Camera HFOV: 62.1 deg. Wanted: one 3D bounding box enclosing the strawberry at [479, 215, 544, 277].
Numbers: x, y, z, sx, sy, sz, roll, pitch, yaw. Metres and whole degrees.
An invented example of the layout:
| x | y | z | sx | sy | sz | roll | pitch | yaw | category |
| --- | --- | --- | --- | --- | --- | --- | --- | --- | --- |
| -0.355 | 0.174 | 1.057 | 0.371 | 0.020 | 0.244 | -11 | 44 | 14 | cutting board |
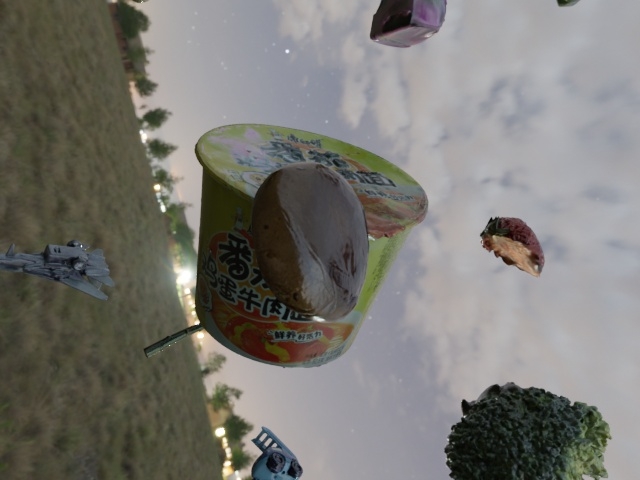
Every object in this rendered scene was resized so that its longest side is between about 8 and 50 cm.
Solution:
| x | y | z | sx | sy | sz | roll | pitch | yaw | category |
| --- | --- | --- | --- | --- | --- | --- | --- | --- | --- |
| 0.445 | 0.011 | 1.190 | 0.187 | 0.082 | 0.146 | 43 | -8 | -18 | strawberry |

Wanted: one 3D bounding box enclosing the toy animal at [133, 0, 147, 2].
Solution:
| x | y | z | sx | sy | sz | roll | pitch | yaw | category |
| --- | --- | --- | --- | --- | --- | --- | --- | --- | --- |
| -0.333 | -0.472 | 0.730 | 0.188 | 0.358 | 0.227 | -62 | 167 | -73 | toy animal |

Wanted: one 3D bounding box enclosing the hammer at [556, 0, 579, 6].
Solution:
| x | y | z | sx | sy | sz | roll | pitch | yaw | category |
| --- | --- | --- | --- | --- | --- | --- | --- | --- | --- |
| 0.437 | -0.466 | 0.731 | 0.119 | 0.335 | 0.206 | 44 | 9 | 29 | hammer |

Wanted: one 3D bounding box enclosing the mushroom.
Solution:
| x | y | z | sx | sy | sz | roll | pitch | yaw | category |
| --- | --- | --- | --- | --- | --- | --- | --- | --- | --- |
| 0.000 | 0.000 | 0.397 | 0.052 | 0.123 | 0.123 | -19 | -95 | 38 | mushroom |

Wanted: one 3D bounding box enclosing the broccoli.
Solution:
| x | y | z | sx | sy | sz | roll | pitch | yaw | category |
| --- | --- | --- | --- | --- | --- | --- | --- | --- | --- |
| 0.356 | 0.368 | 0.913 | 0.243 | 0.263 | 0.247 | 56 | -7 | -22 | broccoli |

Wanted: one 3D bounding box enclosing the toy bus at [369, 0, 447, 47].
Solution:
| x | y | z | sx | sy | sz | roll | pitch | yaw | category |
| --- | --- | --- | --- | --- | --- | --- | --- | --- | --- |
| 0.145 | -0.448 | 0.819 | 0.112 | 0.090 | 0.274 | 25 | -67 | 60 | toy bus |

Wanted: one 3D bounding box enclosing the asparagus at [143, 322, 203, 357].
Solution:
| x | y | z | sx | sy | sz | roll | pitch | yaw | category |
| --- | --- | --- | --- | --- | --- | --- | --- | --- | --- |
| -0.204 | 0.141 | 0.799 | 0.018 | 0.127 | 0.015 | 41 | -35 | 40 | asparagus |

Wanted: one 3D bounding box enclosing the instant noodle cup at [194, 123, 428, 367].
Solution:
| x | y | z | sx | sy | sz | roll | pitch | yaw | category |
| --- | --- | --- | --- | --- | --- | --- | --- | --- | --- |
| -0.030 | 0.003 | 0.615 | 0.264 | 0.264 | 0.200 | 57 | -43 | 50 | instant noodle cup |

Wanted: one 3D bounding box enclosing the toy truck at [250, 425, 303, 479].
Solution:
| x | y | z | sx | sy | sz | roll | pitch | yaw | category |
| --- | --- | --- | --- | --- | --- | --- | --- | --- | --- |
| -0.069 | 0.315 | 0.767 | 0.073 | 0.056 | 0.090 | 33 | 10 | -28 | toy truck |

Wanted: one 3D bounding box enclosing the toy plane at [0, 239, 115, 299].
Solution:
| x | y | z | sx | sy | sz | roll | pitch | yaw | category |
| --- | --- | --- | --- | --- | --- | --- | --- | --- | --- |
| -0.600 | 0.044 | 1.171 | 0.088 | 0.267 | 0.212 | -55 | -133 | 17 | toy plane |
